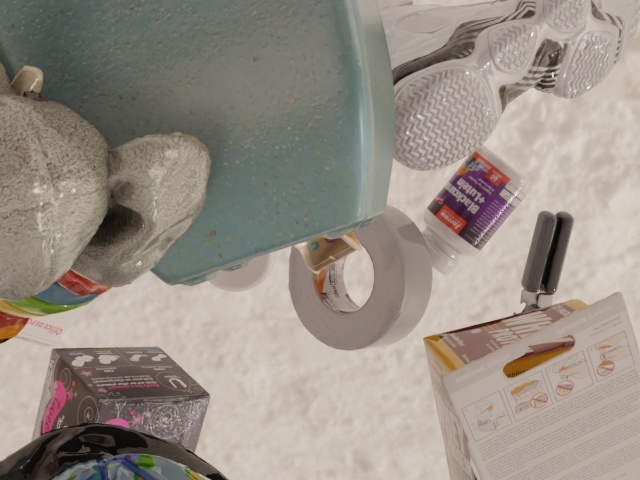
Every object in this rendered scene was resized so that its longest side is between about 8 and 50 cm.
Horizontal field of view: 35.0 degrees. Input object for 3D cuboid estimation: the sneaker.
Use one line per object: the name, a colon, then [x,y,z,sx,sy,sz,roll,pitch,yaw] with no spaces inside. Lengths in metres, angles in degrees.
sneaker: [0.161,-0.219,1.081,0.210,0.366,0.137,36,149,42]

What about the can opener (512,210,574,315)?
can opener: [0.440,0.086,1.970,0.076,0.095,0.283,2,113,-18]

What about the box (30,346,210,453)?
box: [-0.263,0.272,1.262,0.142,0.163,0.247,30,109,45]

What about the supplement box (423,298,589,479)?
supplement box: [0.234,0.191,1.109,0.191,0.129,0.194,-13,104,-6]

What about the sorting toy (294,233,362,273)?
sorting toy: [0.000,0.000,1.356,0.083,0.044,0.075,-30,138,35]

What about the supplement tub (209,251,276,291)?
supplement tub: [-0.149,-0.002,1.875,0.145,0.199,0.144,0,108,1]

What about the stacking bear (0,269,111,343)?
stacking bear: [-0.281,0.012,0.988,0.289,0.175,0.164,-28,81,37]

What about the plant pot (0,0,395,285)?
plant pot: [-0.065,-0.109,0.734,0.248,0.247,0.252,-18,91,10]

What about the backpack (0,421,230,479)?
backpack: [-0.069,0.311,0.687,0.273,0.355,0.290,-30,129,10]

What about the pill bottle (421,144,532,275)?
pill bottle: [0.226,-0.043,1.569,0.108,0.108,0.193,36,99,-11]

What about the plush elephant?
plush elephant: [-0.229,-0.046,0.587,0.255,0.272,0.329,-22,87,36]

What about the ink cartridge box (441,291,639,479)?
ink cartridge box: [0.218,0.162,0.946,0.181,0.056,0.224,-26,115,-2]

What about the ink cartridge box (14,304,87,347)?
ink cartridge box: [-0.409,0.048,1.567,0.092,0.218,0.158,36,177,19]

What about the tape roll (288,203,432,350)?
tape roll: [0.055,0.051,1.492,0.219,0.072,0.219,0,90,39]
